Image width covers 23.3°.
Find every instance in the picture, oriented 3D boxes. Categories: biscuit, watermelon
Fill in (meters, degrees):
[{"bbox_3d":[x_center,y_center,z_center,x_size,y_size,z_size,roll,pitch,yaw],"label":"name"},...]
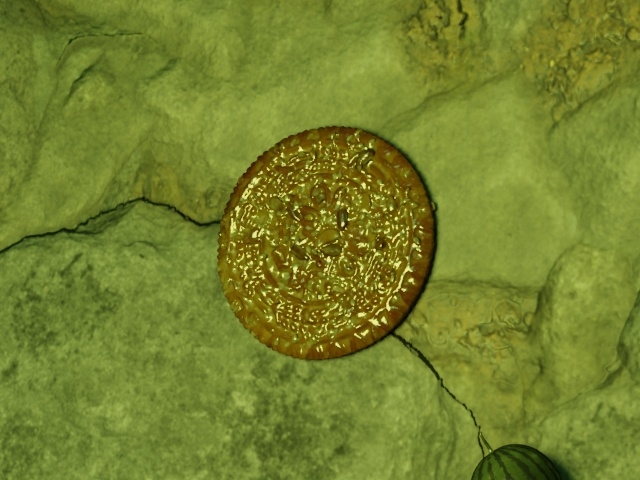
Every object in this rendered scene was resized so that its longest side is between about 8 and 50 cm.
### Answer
[{"bbox_3d":[0.000,0.000,1.927,0.305,0.038,0.305,-6,76,26],"label":"biscuit"},{"bbox_3d":[0.210,0.269,1.718,0.105,0.105,0.133,-28,86,20],"label":"watermelon"}]
